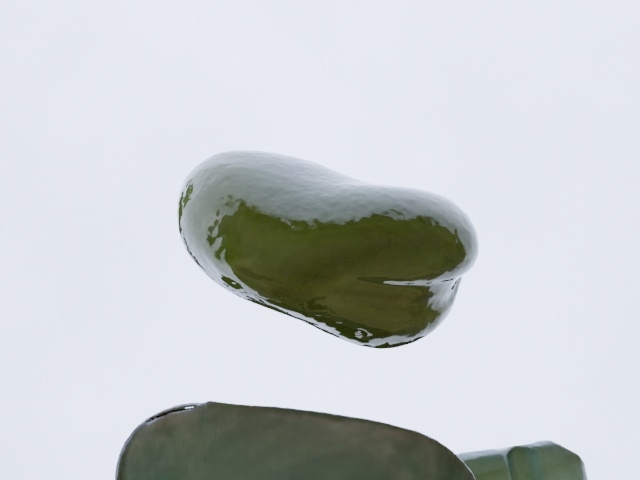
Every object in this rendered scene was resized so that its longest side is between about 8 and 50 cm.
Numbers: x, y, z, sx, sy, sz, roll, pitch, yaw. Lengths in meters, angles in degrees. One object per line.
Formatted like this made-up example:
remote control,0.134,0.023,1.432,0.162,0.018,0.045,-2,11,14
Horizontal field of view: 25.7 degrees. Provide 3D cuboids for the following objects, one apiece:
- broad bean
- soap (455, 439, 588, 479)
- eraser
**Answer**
broad bean,0.000,0.000,0.382,0.083,0.063,0.045,19,-61,7
soap,0.099,0.317,0.926,0.208,0.115,0.347,-5,-107,-17
eraser,-0.018,0.143,0.758,0.174,0.227,0.081,5,-103,-2
